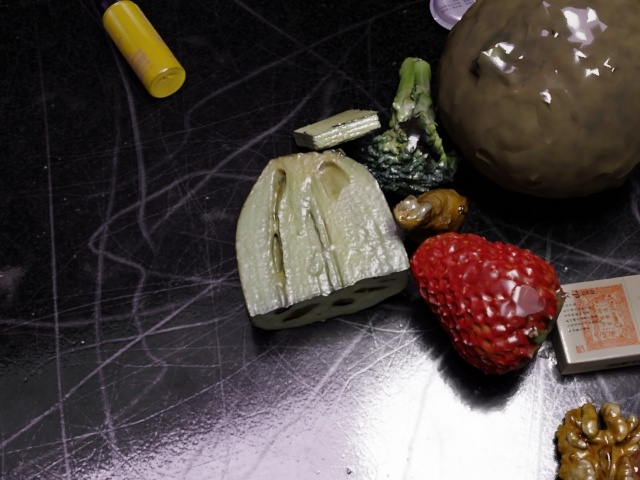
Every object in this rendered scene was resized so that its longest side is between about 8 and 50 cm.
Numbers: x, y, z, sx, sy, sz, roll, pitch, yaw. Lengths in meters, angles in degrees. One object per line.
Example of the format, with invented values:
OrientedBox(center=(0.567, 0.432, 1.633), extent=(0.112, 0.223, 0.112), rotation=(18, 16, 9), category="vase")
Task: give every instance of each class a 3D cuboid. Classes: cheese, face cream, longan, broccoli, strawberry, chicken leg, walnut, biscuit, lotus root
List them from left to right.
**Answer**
OrientedBox(center=(-0.352, -0.388, 1.913), extent=(0.078, 0.078, 0.273), rotation=(-30, 66, -13), category="face cream")
OrientedBox(center=(-0.015, -0.007, 1.677), extent=(0.267, 0.149, 0.260), rotation=(-18, 67, 0), category="lotus root")
OrientedBox(center=(0.026, -0.190, 1.750), extent=(0.121, 0.199, 0.040), rotation=(-19, 101, -7), category="biscuit")
OrientedBox(center=(0.161, -0.213, 1.794), extent=(0.145, 0.165, 0.304), rotation=(-15, 45, 26), category="broccoli")
OrientedBox(center=(0.171, -0.042, 1.651), extent=(0.087, 0.251, 0.107), rotation=(34, 100, 17), category="chicken leg")
OrientedBox(center=(0.255, -0.468, 1.962), extent=(0.105, 0.042, 0.191), rotation=(-16, 63, -8), category="cheese")
OrientedBox(center=(0.252, 0.083, 1.592), extent=(0.244, 0.205, 0.205), rotation=(35, 69, 15), category="strawberry")
OrientedBox(center=(0.389, -0.261, 1.670), extent=(0.391, 0.391, 0.391), rotation=(0, 63, 1), category="longan")
OrientedBox(center=(0.432, 0.322, 1.543), extent=(0.143, 0.069, 0.170), rotation=(2, 60, 4), category="walnut")

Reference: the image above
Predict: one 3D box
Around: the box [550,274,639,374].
OrientedBox(center=(0.474, 0.133, 1.643), extent=(0.201, 0.058, 0.141), rotation=(-7, 63, -1), category="box")
